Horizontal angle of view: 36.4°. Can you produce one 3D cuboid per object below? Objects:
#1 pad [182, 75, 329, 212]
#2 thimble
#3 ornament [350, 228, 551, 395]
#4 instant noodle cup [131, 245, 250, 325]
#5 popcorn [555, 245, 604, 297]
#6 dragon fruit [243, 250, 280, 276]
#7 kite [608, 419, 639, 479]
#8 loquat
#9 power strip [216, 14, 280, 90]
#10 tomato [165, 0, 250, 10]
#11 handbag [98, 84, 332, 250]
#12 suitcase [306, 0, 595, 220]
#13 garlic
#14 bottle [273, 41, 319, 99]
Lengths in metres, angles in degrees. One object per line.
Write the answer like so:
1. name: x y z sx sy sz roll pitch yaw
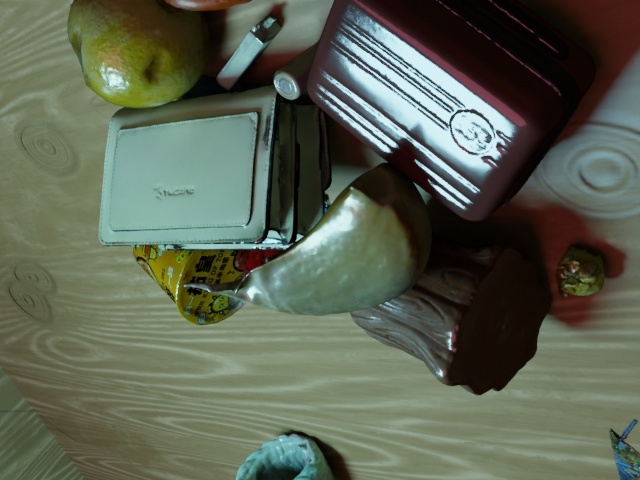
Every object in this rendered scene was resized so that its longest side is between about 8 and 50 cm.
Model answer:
1. pad: -0.107 -0.144 1.584 0.269 0.012 0.269 14 135 38
2. thimble: -0.077 0.526 2.074 0.185 0.211 0.149 50 165 57
3. ornament: 0.167 0.080 1.354 0.217 0.235 0.221 22 132 41
4. instant noodle cup: -0.217 0.017 1.710 0.172 0.215 0.216 34 145 33
5. popcorn: 0.334 0.046 1.270 0.068 0.059 0.083 50 154 -6
6. dragon fruit: -0.027 0.020 1.633 0.192 0.092 0.123 4 86 40
7. kite: 0.496 0.350 1.457 0.183 0.010 0.160 39 145 10
8. loquat: -0.275 -0.296 1.432 0.213 0.213 0.213 28 142 24
9. power strip: -0.105 -0.273 1.414 0.030 0.047 0.191 44 147 -6
10. tomato: -0.152 -0.391 1.218 0.232 0.188 0.232 31 145 25
11. handbag: -0.164 -0.104 1.475 0.358 0.160 0.237 -1 88 38
12. suitcase: 0.144 -0.189 1.135 0.297 0.161 0.236 40 146 10
13. garlic: 0.002 0.009 1.275 0.196 0.151 0.338 25 141 -38
14. bottle: -0.019 -0.233 1.320 0.045 0.096 0.045 28 143 24
